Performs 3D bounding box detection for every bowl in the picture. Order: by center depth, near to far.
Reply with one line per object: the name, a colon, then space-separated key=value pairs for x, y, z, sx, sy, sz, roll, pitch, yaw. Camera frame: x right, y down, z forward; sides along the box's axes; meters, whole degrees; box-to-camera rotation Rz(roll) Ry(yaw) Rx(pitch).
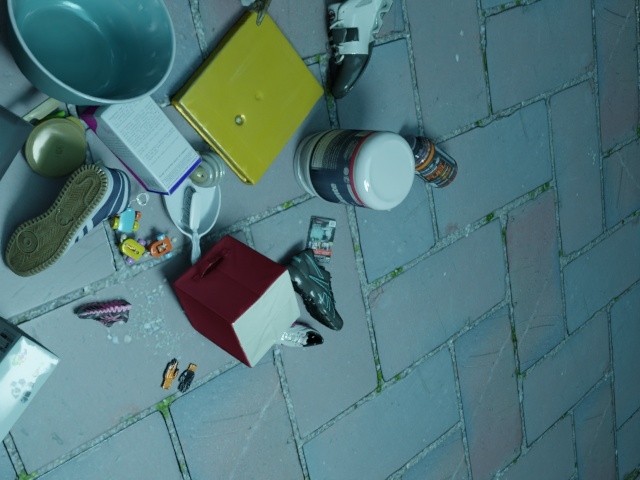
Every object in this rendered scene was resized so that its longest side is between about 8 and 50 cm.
bowl: x=-0.446 y=-0.376 z=1.292 sx=0.312 sy=0.163 sz=0.311 roll=13 pitch=70 yaw=-40

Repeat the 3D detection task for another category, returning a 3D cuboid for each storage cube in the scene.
storage cube: x=-0.184 y=0.138 z=1.592 sx=0.183 sy=0.193 sz=0.215 roll=-45 pitch=145 yaw=-26

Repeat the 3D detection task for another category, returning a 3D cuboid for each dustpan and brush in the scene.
dustpan and brush: x=-0.290 y=-0.038 z=1.589 sx=0.147 sy=0.060 sz=0.211 roll=-1 pitch=99 yaw=-41

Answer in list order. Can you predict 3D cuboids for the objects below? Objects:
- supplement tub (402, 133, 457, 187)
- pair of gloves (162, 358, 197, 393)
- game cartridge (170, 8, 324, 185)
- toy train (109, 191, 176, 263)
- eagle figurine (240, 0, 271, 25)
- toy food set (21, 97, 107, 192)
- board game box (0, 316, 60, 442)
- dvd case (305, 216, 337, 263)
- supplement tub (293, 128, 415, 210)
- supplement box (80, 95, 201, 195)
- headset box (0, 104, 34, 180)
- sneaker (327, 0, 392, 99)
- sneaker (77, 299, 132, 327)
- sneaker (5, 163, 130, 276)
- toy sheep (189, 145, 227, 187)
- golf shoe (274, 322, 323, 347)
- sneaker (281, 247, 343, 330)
supplement tub: x=0.306 y=-0.235 z=2.033 sx=0.198 sy=0.106 sz=0.106 roll=27 pitch=81 yaw=-40
pair of gloves: x=-0.335 y=0.322 z=1.654 sx=0.083 sy=0.010 sz=0.074 roll=27 pitch=79 yaw=-43
game cartridge: x=-0.161 y=-0.342 z=1.654 sx=0.285 sy=0.053 sz=0.323 roll=49 pitch=65 yaw=-35
toy train: x=-0.393 y=-0.020 z=1.518 sx=0.125 sy=0.046 sz=0.166 roll=-38 pitch=124 yaw=-31
eagle figurine: x=-0.214 y=-0.630 z=1.489 sx=0.298 sy=0.225 sz=0.226 roll=26 pitch=36 yaw=-12
toy food set: x=-0.522 y=-0.187 z=1.384 sx=0.132 sy=0.039 sz=0.192 roll=-42 pitch=134 yaw=-21
board game box: x=-0.636 y=0.288 z=1.250 sx=0.097 sy=0.224 sz=0.303 roll=46 pitch=69 yaw=-39
dvd case: x=0.000 y=0.000 z=1.877 sx=0.087 sy=0.013 sz=0.119 roll=7 pitch=95 yaw=-41
supplement tub: x=0.081 y=-0.182 z=1.737 sx=0.191 sy=0.272 sz=0.191 roll=-9 pitch=104 yaw=-39
supplement box: x=-0.371 y=-0.212 z=1.452 sx=0.114 sy=0.111 sz=0.220 roll=-53 pitch=127 yaw=-20
headset box: x=-0.624 y=-0.123 z=1.140 sx=0.131 sy=0.283 sz=0.246 roll=36 pitch=75 yaw=-39
sneaker: x=0.066 y=-0.528 z=1.779 sx=0.146 sy=0.122 sz=0.330 roll=22 pitch=85 yaw=-23
sneaker: x=-0.463 y=0.163 z=1.496 sx=0.119 sy=0.047 sz=0.057 roll=-3 pitch=111 yaw=-39
sneaker: x=-0.490 y=-0.040 z=1.387 sx=0.282 sy=0.153 sz=0.099 roll=-44 pitch=89 yaw=11
toy sheep: x=-0.254 y=-0.163 z=1.577 sx=0.132 sy=0.091 sz=0.091 roll=-32 pitch=120 yaw=-56
golf shoe: x=-0.074 y=0.242 z=1.813 sx=0.186 sy=0.086 sz=0.067 roll=8 pitch=94 yaw=-40
sneaker: x=0.000 y=0.135 z=1.844 sx=0.106 sy=0.101 sz=0.267 roll=-49 pitch=126 yaw=-21
